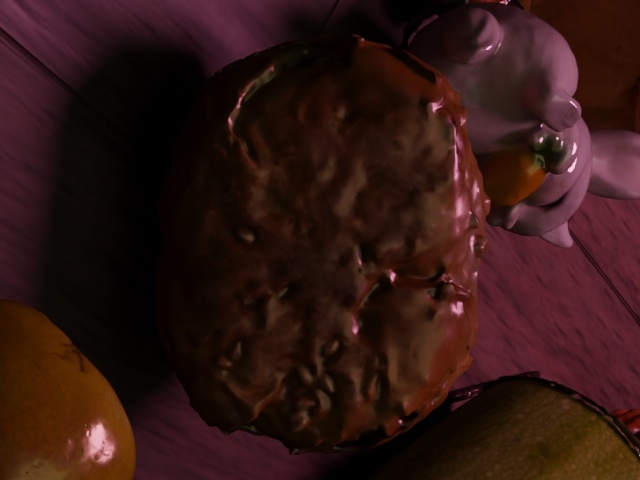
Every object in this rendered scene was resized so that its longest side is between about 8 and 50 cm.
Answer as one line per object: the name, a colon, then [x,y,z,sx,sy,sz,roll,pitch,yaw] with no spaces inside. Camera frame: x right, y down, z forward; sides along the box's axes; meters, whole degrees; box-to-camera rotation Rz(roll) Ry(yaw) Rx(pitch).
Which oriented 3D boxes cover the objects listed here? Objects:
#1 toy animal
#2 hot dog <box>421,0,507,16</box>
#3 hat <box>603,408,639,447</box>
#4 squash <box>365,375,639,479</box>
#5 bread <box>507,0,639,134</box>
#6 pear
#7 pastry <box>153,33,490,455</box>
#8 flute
toy animal: [0.176,-0.095,1.220,0.325,0.208,0.154,18,52,-44]
hot dog: [0.116,-0.298,1.166,0.144,0.075,0.268,-48,139,-32]
hat: [0.304,0.387,1.549,0.400,0.285,0.285,-40,133,-19]
squash: [0.130,0.315,1.280,0.384,0.263,0.263,-34,129,-38]
bread: [0.292,-0.236,1.329,0.156,0.204,0.288,-48,142,-53]
pear: [-0.219,0.133,0.840,0.200,0.200,0.200,-23,121,-44]
pastry: [0.000,0.000,1.041,0.255,0.162,0.310,7,98,-12]
flute: [0.154,0.159,1.444,0.270,0.014,0.014,-5,108,-50]
